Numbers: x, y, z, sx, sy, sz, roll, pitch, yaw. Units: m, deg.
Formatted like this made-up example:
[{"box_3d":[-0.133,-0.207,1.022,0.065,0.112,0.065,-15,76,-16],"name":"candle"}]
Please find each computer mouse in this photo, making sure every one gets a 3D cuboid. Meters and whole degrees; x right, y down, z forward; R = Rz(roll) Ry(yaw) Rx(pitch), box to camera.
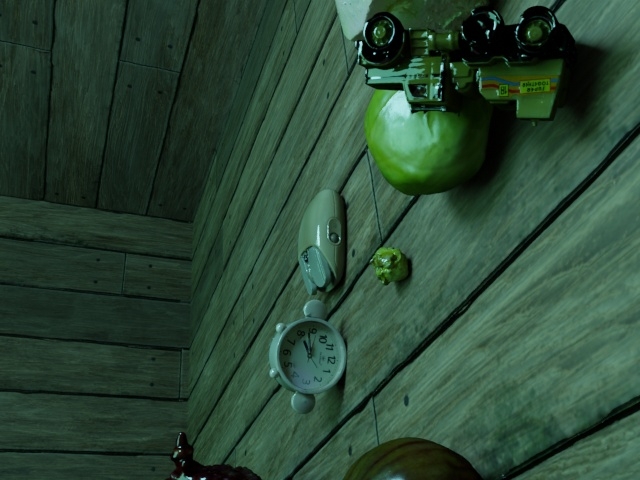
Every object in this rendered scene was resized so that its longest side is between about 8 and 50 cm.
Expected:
[{"box_3d":[0.000,0.000,1.530,0.145,0.081,0.237,141,135,-62],"name":"computer mouse"}]

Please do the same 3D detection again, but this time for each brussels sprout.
[{"box_3d":[0.161,-0.170,1.003,0.223,0.161,0.223,-34,51,55],"name":"brussels sprout"}]

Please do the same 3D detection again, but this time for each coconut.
[{"box_3d":[0.130,-0.409,1.062,0.233,0.245,0.233,-172,90,-68],"name":"coconut"}]

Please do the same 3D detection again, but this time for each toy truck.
[{"box_3d":[0.175,-0.213,0.856,0.127,0.257,0.127,-6,-76,-64],"name":"toy truck"}]

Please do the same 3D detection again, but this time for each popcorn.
[{"box_3d":[0.121,0.047,1.199,0.059,0.068,0.083,-44,-20,-17],"name":"popcorn"}]

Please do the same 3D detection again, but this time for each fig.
[{"box_3d":[0.113,0.371,0.882,0.235,0.214,0.235,-11,75,44],"name":"fig"}]

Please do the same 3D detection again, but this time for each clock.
[{"box_3d":[-0.029,0.235,1.400,0.063,0.155,0.229,147,131,-66],"name":"clock"}]

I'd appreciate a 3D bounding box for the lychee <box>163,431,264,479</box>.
[{"box_3d":[-0.236,0.644,1.414,0.424,0.424,0.500,-40,68,63],"name":"lychee"}]
